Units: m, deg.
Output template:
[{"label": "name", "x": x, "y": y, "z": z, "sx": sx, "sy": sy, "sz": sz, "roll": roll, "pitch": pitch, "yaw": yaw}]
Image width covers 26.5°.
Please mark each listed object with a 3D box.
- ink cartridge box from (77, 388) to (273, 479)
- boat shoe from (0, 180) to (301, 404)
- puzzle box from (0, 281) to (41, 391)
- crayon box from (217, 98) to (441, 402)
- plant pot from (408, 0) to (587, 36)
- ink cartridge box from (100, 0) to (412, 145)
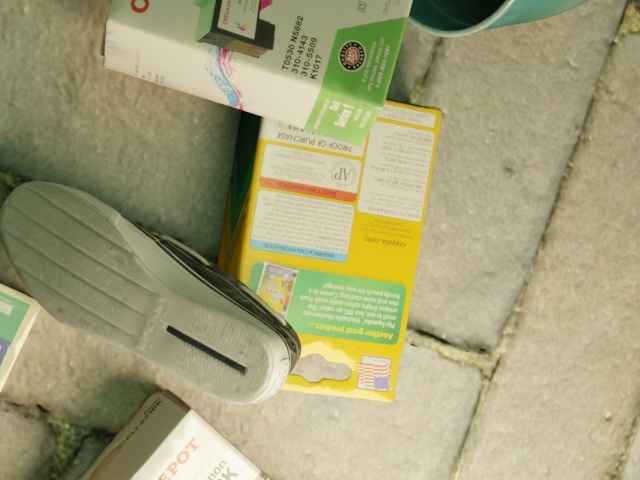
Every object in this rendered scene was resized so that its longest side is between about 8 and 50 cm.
[{"label": "ink cartridge box", "x": -0.122, "y": 0.319, "z": 1.423, "sx": 0.273, "sy": 0.114, "sz": 0.197, "roll": 45, "pitch": 78, "yaw": -18}, {"label": "boat shoe", "x": -0.170, "y": 0.055, "z": 1.358, "sx": 0.335, "sy": 0.119, "sz": 0.121, "roll": 35, "pitch": 102, "yaw": 11}, {"label": "puzzle box", "x": -0.504, "y": 0.098, "z": 1.285, "sx": 0.409, "sy": 0.052, "sz": 0.272, "roll": 27, "pitch": 84, "yaw": -22}, {"label": "crayon box", "x": 0.000, "y": 0.000, "z": 1.464, "sx": 0.203, "sy": 0.083, "sz": 0.323, "roll": 9, "pitch": 90, "yaw": -22}, {"label": "plant pot", "x": 0.230, "y": -0.356, "z": 1.445, "sx": 0.255, "sy": 0.271, "sz": 0.272, "roll": -8, "pitch": 97, "yaw": -35}, {"label": "ink cartridge box", "x": -0.057, "y": -0.239, "z": 1.345, "sx": 0.278, "sy": 0.117, "sz": 0.201, "roll": 17, "pitch": 73, "yaw": -5}]
